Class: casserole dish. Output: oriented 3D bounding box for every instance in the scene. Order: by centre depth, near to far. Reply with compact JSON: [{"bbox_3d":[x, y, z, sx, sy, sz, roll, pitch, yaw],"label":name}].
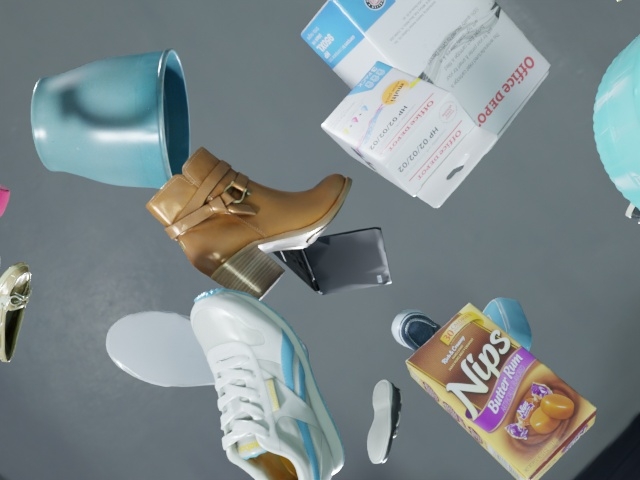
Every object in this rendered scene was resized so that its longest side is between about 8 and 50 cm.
[{"bbox_3d":[0.276,0.155,1.143,0.037,0.114,0.188,27,-160,-6],"label":"casserole dish"}]

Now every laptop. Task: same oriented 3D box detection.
[{"bbox_3d":[0.000,0.000,1.531,0.264,0.136,0.234,41,163,29],"label":"laptop"}]

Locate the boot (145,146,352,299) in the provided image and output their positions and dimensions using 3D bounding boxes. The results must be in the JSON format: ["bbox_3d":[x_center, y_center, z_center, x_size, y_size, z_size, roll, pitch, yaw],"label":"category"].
[{"bbox_3d":[-0.101,-0.061,1.101,0.220,0.283,0.109,42,156,1],"label":"boot"}]

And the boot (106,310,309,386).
[{"bbox_3d":[-0.152,0.148,0.964,0.258,0.095,0.123,11,170,-16],"label":"boot"}]

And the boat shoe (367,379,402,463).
[{"bbox_3d":[0.097,0.268,1.068,0.038,0.125,0.046,31,137,-29],"label":"boat shoe"}]

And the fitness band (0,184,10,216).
[{"bbox_3d":[-0.565,-0.095,0.970,0.291,0.054,0.209,20,177,-44],"label":"fitness band"}]

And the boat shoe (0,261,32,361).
[{"bbox_3d":[-0.437,0.101,1.031,0.048,0.153,0.056,31,-164,11],"label":"boat shoe"}]

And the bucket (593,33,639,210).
[{"bbox_3d":[0.434,-0.140,0.744,0.281,0.281,0.183,47,172,0],"label":"bucket"}]

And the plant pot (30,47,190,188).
[{"bbox_3d":[-0.401,-0.228,1.407,0.271,0.255,0.271,-2,-90,-90],"label":"plant pot"}]

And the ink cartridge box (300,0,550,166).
[{"bbox_3d":[0.207,-0.365,1.405,0.395,0.285,0.166,45,156,-9],"label":"ink cartridge box"}]

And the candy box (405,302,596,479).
[{"bbox_3d":[0.199,0.171,0.824,0.187,0.109,0.053,42,166,34],"label":"candy box"}]

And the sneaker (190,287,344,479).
[{"bbox_3d":[-0.057,0.151,0.690,0.087,0.092,0.228,-25,98,32],"label":"sneaker"}]

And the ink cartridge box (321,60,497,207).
[{"bbox_3d":[0.092,-0.120,0.796,0.061,0.104,0.181,40,-179,-39],"label":"ink cartridge box"}]

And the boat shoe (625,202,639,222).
[{"bbox_3d":[0.747,-0.104,1.608,0.079,0.084,0.233,45,167,26],"label":"boat shoe"}]

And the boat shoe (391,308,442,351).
[{"bbox_3d":[0.200,0.173,1.221,0.183,0.065,0.083,35,173,-40],"label":"boat shoe"}]
